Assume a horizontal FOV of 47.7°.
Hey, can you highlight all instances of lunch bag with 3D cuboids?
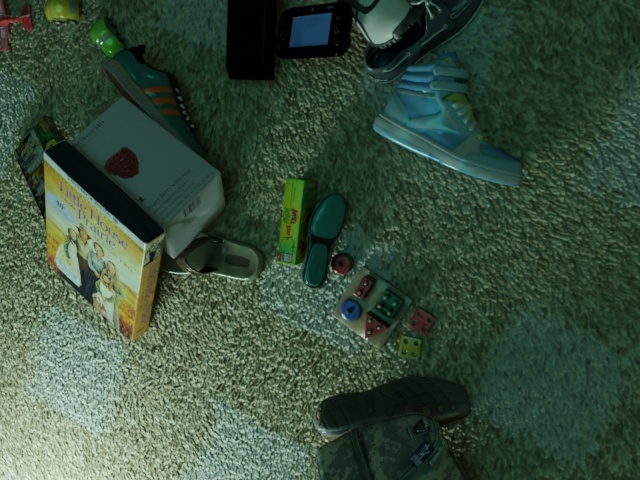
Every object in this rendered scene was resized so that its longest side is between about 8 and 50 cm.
[{"bbox_3d":[0.165,0.493,1.424,0.256,0.212,0.305,-29,122,5],"label":"lunch bag"}]

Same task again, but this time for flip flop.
[{"bbox_3d":[-0.264,0.039,1.647,0.277,0.080,0.112,10,97,18],"label":"flip flop"}]

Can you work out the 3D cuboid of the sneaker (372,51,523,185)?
[{"bbox_3d":[0.278,-0.248,1.421,0.319,0.127,0.208,27,103,14],"label":"sneaker"}]

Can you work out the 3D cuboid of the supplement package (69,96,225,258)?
[{"bbox_3d":[-0.378,-0.137,1.590,0.293,0.175,0.177,37,70,13],"label":"supplement package"}]

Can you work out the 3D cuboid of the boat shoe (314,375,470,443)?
[{"bbox_3d":[0.154,0.373,1.526,0.325,0.123,0.116,-9,125,11],"label":"boat shoe"}]

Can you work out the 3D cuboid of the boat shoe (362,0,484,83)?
[{"bbox_3d":[0.209,-0.440,1.443,0.319,0.099,0.116,-42,81,17],"label":"boat shoe"}]

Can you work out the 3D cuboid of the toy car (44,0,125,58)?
[{"bbox_3d":[-0.537,-0.536,1.712,0.239,0.053,0.224,-33,83,18],"label":"toy car"}]

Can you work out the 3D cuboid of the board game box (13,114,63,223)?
[{"bbox_3d":[-0.653,-0.170,1.746,0.136,0.030,0.259,-43,60,13],"label":"board game box"}]

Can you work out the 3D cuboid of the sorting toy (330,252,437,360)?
[{"bbox_3d":[0.113,0.151,1.547,0.275,0.046,0.132,35,104,13],"label":"sorting toy"}]

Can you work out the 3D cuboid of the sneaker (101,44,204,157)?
[{"bbox_3d":[-0.350,-0.311,1.636,0.121,0.108,0.302,-42,98,-17],"label":"sneaker"}]

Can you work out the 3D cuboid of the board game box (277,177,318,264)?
[{"bbox_3d":[-0.049,-0.043,1.562,0.043,0.092,0.181,8,96,17],"label":"board game box"}]

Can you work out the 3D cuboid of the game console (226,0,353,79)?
[{"bbox_3d":[-0.072,-0.441,1.493,0.361,0.044,0.213,11,103,43],"label":"game console"}]

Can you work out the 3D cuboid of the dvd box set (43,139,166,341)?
[{"bbox_3d":[-0.487,0.017,1.605,0.308,0.062,0.420,41,143,11],"label":"dvd box set"}]

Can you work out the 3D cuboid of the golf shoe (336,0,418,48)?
[{"bbox_3d":[0.087,-0.460,1.407,0.105,0.120,0.273,-49,38,10],"label":"golf shoe"}]

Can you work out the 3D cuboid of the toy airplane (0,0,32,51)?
[{"bbox_3d":[-0.776,-0.551,1.805,0.151,0.028,0.151,2,96,18],"label":"toy airplane"}]

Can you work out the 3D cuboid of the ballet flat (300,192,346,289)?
[{"bbox_3d":[0.000,0.000,1.560,0.072,0.068,0.213,16,89,-7],"label":"ballet flat"}]
